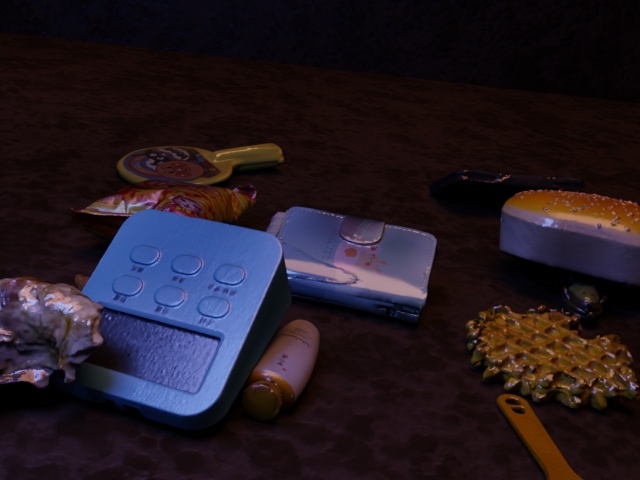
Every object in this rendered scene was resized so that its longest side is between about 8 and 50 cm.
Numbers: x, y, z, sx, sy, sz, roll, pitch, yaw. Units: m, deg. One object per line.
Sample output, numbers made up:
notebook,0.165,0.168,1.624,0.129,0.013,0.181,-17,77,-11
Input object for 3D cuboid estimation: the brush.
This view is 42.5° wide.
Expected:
brush,0.260,0.250,0.932,0.103,0.013,0.272,4,21,-11

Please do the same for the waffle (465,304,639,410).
waffle,0.317,0.155,1.140,0.232,0.051,0.228,9,25,4

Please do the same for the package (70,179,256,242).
package,-0.257,-0.042,1.362,0.223,0.108,0.288,9,14,16

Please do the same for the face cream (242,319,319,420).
face cream,-0.045,0.154,1.010,0.072,0.051,0.182,21,24,8

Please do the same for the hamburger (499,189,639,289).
hamburger,0.451,-0.010,1.396,0.295,0.151,0.227,17,4,12

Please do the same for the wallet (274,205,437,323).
wallet,0.047,0.035,1.271,0.251,0.075,0.176,12,41,9

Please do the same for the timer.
timer,-0.179,0.088,0.978,0.232,0.091,0.250,11,46,18

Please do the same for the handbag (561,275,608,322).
handbag,0.421,0.098,1.314,0.072,0.047,0.111,11,19,6

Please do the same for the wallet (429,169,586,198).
wallet,0.404,-0.117,1.772,0.310,0.042,0.165,3,-9,-15

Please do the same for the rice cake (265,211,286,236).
rice cake,0.000,0.000,1.427,0.198,0.037,0.189,9,22,3

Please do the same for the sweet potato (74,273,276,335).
sweet potato,-0.201,0.098,1.086,0.314,0.072,0.066,14,64,25

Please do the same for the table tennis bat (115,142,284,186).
table tennis bat,-0.242,-0.161,1.726,0.369,0.054,0.224,-10,29,-30

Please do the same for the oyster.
oyster,-0.400,0.105,0.918,0.271,0.100,0.275,-33,39,-24
